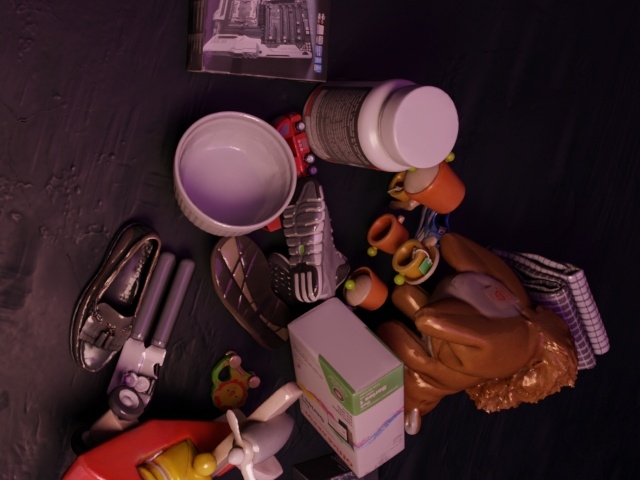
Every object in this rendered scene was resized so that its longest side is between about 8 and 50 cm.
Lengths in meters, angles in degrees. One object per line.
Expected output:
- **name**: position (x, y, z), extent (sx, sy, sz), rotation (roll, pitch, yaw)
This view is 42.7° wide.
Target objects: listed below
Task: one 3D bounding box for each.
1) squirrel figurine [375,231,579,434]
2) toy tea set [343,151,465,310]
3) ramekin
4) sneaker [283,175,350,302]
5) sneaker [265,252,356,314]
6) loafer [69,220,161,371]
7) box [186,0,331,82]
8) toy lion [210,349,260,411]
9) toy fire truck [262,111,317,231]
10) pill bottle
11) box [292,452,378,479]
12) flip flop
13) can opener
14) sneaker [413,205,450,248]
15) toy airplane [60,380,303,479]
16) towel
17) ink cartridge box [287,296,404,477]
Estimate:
- **squirrel figurine**: position (0.287, 0.243, 1.619), extent (0.397, 0.281, 0.370), rotation (24, 128, -6)
- **toy tea set**: position (0.138, -0.028, 1.536), extent (0.124, 0.200, 0.336), rotation (35, 68, -31)
- **ramekin**: position (-0.153, -0.104, 1.388), extent (0.207, 0.109, 0.207), rotation (5, 73, -18)
- **sneaker**: position (0.000, 0.000, 1.512), extent (0.132, 0.086, 0.228), rotation (7, 83, -55)
- **sneaker**: position (-0.020, 0.083, 1.581), extent (0.235, 0.084, 0.097), rotation (42, 47, -29)
- **loafer**: position (-0.340, 0.096, 1.363), extent (0.096, 0.084, 0.267), rotation (22, 88, -33)
- **box**: position (-0.100, -0.435, 1.409), extent (0.242, 0.076, 0.307), rotation (-1, 101, -31)
- **toy lion**: position (-0.170, 0.271, 1.540), extent (0.096, 0.034, 0.100), rotation (-42, 118, -9)
- **toy fire truck**: position (-0.076, -0.127, 1.505), extent (0.135, 0.047, 0.192), rotation (-24, 111, -24)
- **pill bottle**: position (0.102, -0.207, 1.458), extent (0.161, 0.283, 0.161), rotation (-7, 103, -30)
- **box**: position (0.032, 0.529, 1.679), extent (0.158, 0.093, 0.156), rotation (-9, 105, -29)
- **flip flop**: position (-0.134, 0.096, 1.504), extent (0.112, 0.080, 0.277), rotation (-48, 135, -20)
- **can opener**: position (-0.291, 0.157, 1.419), extent (0.074, 0.093, 0.280), rotation (19, 86, -1)
- **sneaker**: position (0.234, -0.011, 1.714), extent (0.053, 0.059, 0.144), rotation (6, 97, -35)
- **toy airplane**: position (-0.198, 0.397, 1.366), extent (0.384, 0.272, 0.386), rotation (-20, 146, -13)
- **towel**: position (0.453, 0.140, 1.748), extent (0.121, 0.284, 0.235), rotation (-43, 120, -19)
- **ink cartridge box**: position (0.051, 0.276, 1.519), extent (0.117, 0.201, 0.278), rotation (-29, 139, -22)
